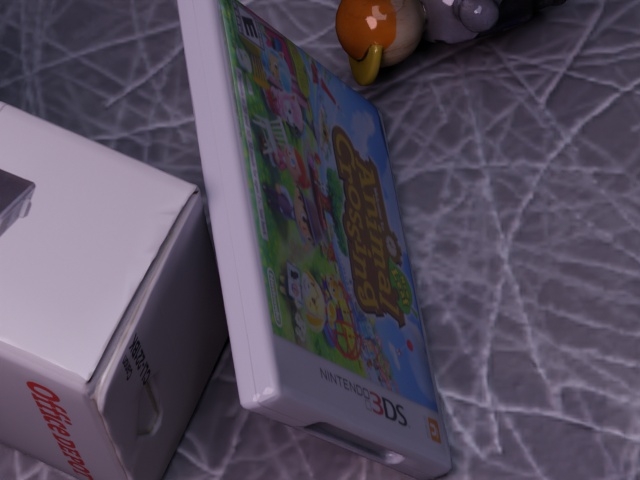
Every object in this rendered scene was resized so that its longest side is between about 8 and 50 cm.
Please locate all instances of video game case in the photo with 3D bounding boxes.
[{"bbox_3d":[0.000,0.000,0.979,0.023,0.193,0.212,-20,66,21],"label":"video game case"}]

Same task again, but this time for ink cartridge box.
[{"bbox_3d":[-0.190,0.006,0.975,0.273,0.197,0.114,24,70,11],"label":"ink cartridge box"}]

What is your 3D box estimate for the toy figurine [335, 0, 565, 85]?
[{"bbox_3d":[0.045,-0.212,1.050,0.148,0.213,0.209,-19,72,-18],"label":"toy figurine"}]
